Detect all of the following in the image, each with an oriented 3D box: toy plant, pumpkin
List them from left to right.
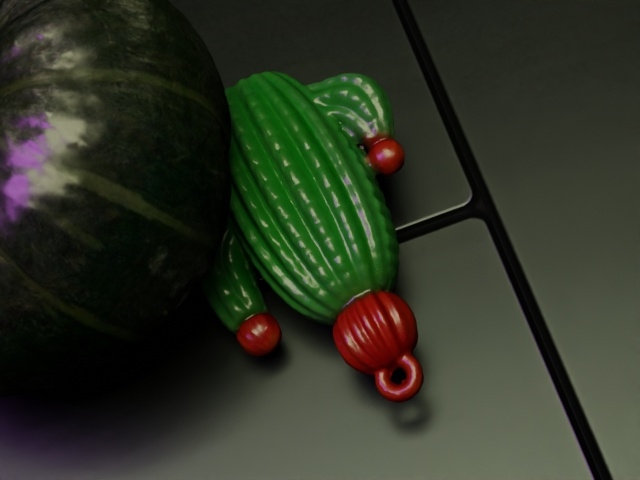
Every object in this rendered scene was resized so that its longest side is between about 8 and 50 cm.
[{"bbox_3d":[-0.193,-0.048,0.985,0.300,0.207,0.300,-9,71,29],"label":"pumpkin"},{"bbox_3d":[-0.013,-0.003,1.005,0.154,0.088,0.240,-10,71,19],"label":"toy plant"}]
